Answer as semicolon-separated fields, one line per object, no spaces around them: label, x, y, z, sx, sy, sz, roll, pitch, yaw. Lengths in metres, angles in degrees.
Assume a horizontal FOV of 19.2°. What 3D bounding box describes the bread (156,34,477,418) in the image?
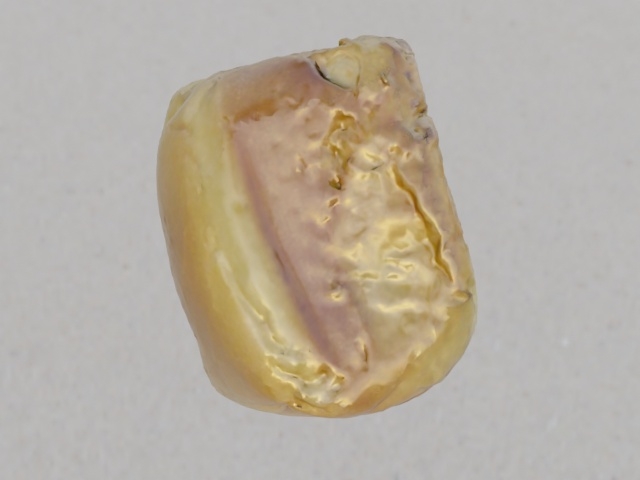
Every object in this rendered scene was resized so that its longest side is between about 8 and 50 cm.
bread;0.000;0.000;0.896;0.132;0.167;0.294;-10;0;2
